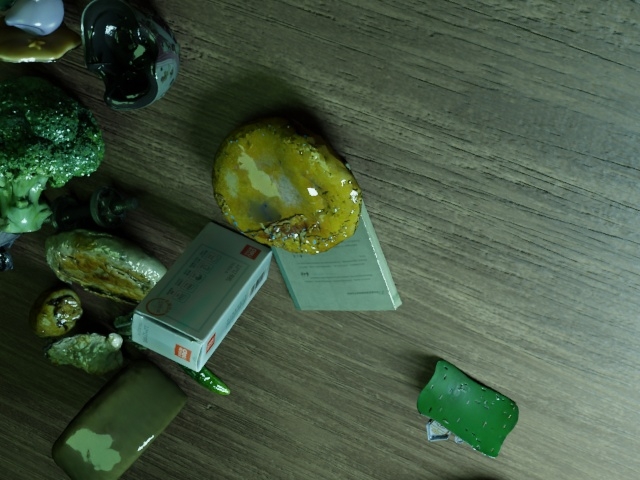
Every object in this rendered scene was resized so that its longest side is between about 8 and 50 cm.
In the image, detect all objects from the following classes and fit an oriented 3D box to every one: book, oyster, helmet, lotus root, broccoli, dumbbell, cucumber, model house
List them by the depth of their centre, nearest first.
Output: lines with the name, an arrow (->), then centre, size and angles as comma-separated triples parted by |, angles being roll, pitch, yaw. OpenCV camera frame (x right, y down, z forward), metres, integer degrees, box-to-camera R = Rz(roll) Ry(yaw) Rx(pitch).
helmet -> -0.284, -0.298, 1.610 | 0.153, 0.107, 0.176 | -23, 91, 43
book -> 0.000, 0.000, 1.727 | 0.215, 0.025, 0.282 | -2, 122, 32
broccoli -> -0.500, -0.143, 1.743 | 0.270, 0.270, 0.270 | 17, 106, 18
model house -> 0.243, 0.304, 1.776 | 0.167, 0.117, 0.088 | 30, 150, 5
dumbbell -> -0.430, -0.054, 1.898 | 0.254, 0.081, 0.081 | -7, 120, 35
cucumber -> -0.250, 0.258, 2.065 | 0.168, 0.039, 0.039 | 44, 134, -9
oyster -> -0.477, 0.230, 2.113 | 0.163, 0.081, 0.191 | 13, 145, -33
lotus root -> -0.558, 0.156, 2.122 | 0.094, 0.108, 0.191 | 45, 144, -13

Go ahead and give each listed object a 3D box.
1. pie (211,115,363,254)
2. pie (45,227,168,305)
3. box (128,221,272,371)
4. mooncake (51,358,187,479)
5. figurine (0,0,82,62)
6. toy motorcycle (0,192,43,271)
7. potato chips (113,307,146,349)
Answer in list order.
pie -> -0.054, -0.082, 1.637 | 0.273, 0.069, 0.273 | 18, 130, 23
pie -> -0.393, 0.058, 1.929 | 0.274, 0.055, 0.274 | 16, 154, 8
box -> -0.200, 0.090, 1.745 | 0.135, 0.269, 0.079 | 23, 133, 11
mooncake -> -0.409, 0.373, 2.083 | 0.155, 0.284, 0.284 | 44, 134, 1
figurine -> -0.459, -0.422, 1.571 | 0.208, 0.181, 0.257 | 42, 135, 37
toy motorcycle -> -0.631, -0.047, 2.020 | 0.157, 0.091, 0.263 | 46, 132, 2
potato chips -> -0.359, 0.174, 2.040 | 0.092, 0.028, 0.207 | 43, 150, -11
